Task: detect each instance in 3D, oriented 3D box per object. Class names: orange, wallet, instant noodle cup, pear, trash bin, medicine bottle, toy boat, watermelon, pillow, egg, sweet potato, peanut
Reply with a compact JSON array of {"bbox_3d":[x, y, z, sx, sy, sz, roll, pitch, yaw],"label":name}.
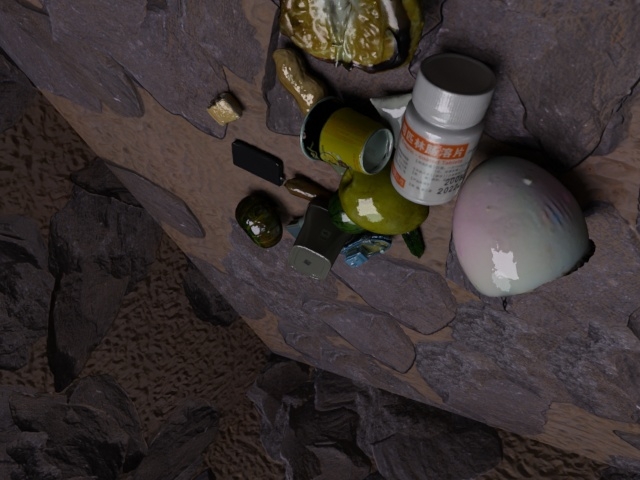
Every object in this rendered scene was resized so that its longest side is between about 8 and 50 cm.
[{"bbox_3d":[0.090,-0.567,1.325,0.369,0.210,0.270,22,148,25],"label":"orange"},{"bbox_3d":[0.017,-0.024,2.416,0.252,0.083,0.360,42,150,-26],"label":"wallet"},{"bbox_3d":[0.089,-0.308,1.688,0.236,0.215,0.215,30,155,35],"label":"instant noodle cup"},{"bbox_3d":[0.209,-0.145,1.829,0.307,0.252,0.253,15,162,-27],"label":"pear"},{"bbox_3d":[0.000,0.000,2.162,0.220,0.250,0.219,25,144,3],"label":"trash bin"},{"bbox_3d":[0.319,-0.287,1.481,0.211,0.211,0.371,26,142,15],"label":"medicine bottle"},{"bbox_3d":[-0.255,-0.319,2.278,0.250,0.044,0.149,26,148,16],"label":"wallet"},{"bbox_3d":[0.191,0.036,2.238,0.238,0.098,0.109,-25,126,36],"label":"toy boat"},{"bbox_3d":[0.135,-0.122,2.027,0.215,0.188,0.188,-22,129,12],"label":"watermelon"},{"bbox_3d":[0.261,-0.337,1.653,0.144,0.078,0.254,-2,138,34],"label":"pillow"},{"bbox_3d":[0.521,-0.067,1.534,0.355,0.355,0.339,-15,107,56],"label":"egg"},{"bbox_3d":[-0.015,-0.181,2.207,0.274,0.075,0.075,25,152,5],"label":"sweet potato"},{"bbox_3d":[-0.056,-0.489,1.731,0.117,0.101,0.263,-26,116,31],"label":"peanut"}]

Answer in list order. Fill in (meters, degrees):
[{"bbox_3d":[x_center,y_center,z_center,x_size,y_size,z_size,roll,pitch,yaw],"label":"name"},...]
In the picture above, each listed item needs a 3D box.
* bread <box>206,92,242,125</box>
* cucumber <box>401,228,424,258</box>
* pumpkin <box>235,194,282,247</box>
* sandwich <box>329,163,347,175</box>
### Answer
[{"bbox_3d":[-0.356,-0.494,2.069,0.125,0.082,0.106,-12,139,42],"label":"bread"},{"bbox_3d":[0.353,-0.002,2.108,0.069,0.069,0.227,14,150,34],"label":"cucumber"},{"bbox_3d":[-0.262,-0.096,2.507,0.260,0.189,0.260,48,170,11],"label":"pumpkin"},{"bbox_3d":[0.076,-0.298,1.905,0.258,0.096,0.094,46,156,-17],"label":"sandwich"}]
